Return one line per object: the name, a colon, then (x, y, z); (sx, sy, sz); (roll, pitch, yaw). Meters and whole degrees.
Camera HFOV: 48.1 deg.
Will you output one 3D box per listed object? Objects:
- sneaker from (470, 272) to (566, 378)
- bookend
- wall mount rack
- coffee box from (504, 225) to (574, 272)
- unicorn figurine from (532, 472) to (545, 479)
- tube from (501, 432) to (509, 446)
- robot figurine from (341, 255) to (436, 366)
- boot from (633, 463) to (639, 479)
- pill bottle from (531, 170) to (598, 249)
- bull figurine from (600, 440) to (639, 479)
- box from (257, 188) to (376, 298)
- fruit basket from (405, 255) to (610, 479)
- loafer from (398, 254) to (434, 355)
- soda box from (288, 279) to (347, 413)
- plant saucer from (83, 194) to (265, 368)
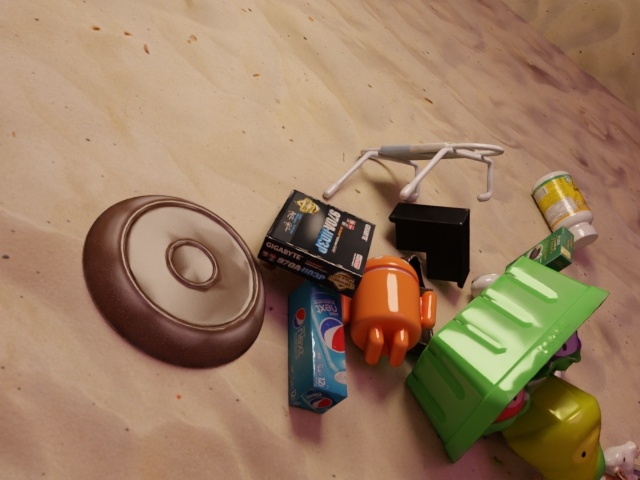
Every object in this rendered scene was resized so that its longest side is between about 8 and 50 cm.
sneaker: (0.439, 0.189, 1.552); (0.297, 0.111, 0.129); (42, 44, -5)
bookend: (0.234, 0.010, 1.521); (0.072, 0.156, 0.157); (-52, 141, -52)
wall mount rack: (0.190, -0.138, 1.493); (0.304, 0.350, 0.130); (3, 90, -44)
coffee box: (0.502, 0.056, 1.658); (0.040, 0.184, 0.113); (39, 39, -9)
unicorn figurine: (0.463, 0.461, 1.371); (0.162, 0.060, 0.111); (9, 56, -42)
tube: (0.341, 0.279, 1.417); (0.240, 0.070, 0.062); (64, 0, 14)
robot figurine: (0.115, 0.117, 1.288); (0.128, 0.158, 0.219); (48, 32, -36)
boot: (0.671, 0.584, 1.441); (0.236, 0.085, 0.178); (47, 40, -1)
pill bottle: (0.688, -0.082, 2.008); (0.118, 0.117, 0.208); (6, 54, -40)
bull figurine: (0.580, 0.539, 1.332); (0.189, 0.101, 0.310); (20, 68, -17)
box: (0.000, 0.000, 1.267); (0.175, 0.051, 0.220); (24, 27, 0)
fruit basket: (0.385, 0.266, 1.274); (0.392, 0.283, 0.392); (7, 51, -9)
loafer: (0.178, 0.118, 1.384); (0.080, 0.078, 0.220); (13, 49, -36)
soda box: (-0.007, 0.169, 1.172); (0.067, 0.071, 0.210); (23, 44, -28)
plant saucer: (-0.207, 0.046, 1.111); (0.311, 0.050, 0.310); (25, 42, -25)
